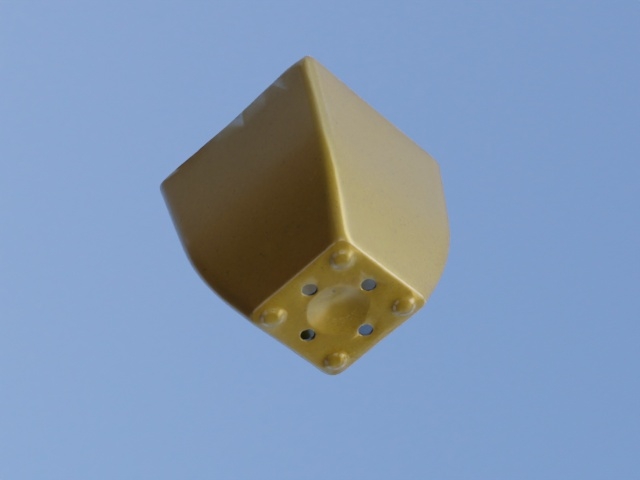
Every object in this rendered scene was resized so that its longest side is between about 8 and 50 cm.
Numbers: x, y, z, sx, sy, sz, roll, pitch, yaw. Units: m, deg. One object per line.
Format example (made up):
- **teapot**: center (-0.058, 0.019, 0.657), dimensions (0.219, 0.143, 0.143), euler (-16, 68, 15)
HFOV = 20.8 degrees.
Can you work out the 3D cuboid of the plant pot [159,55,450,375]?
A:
- **plant pot**: center (0.000, 0.000, 0.645), dimensions (0.081, 0.081, 0.083), euler (-41, -144, 18)
